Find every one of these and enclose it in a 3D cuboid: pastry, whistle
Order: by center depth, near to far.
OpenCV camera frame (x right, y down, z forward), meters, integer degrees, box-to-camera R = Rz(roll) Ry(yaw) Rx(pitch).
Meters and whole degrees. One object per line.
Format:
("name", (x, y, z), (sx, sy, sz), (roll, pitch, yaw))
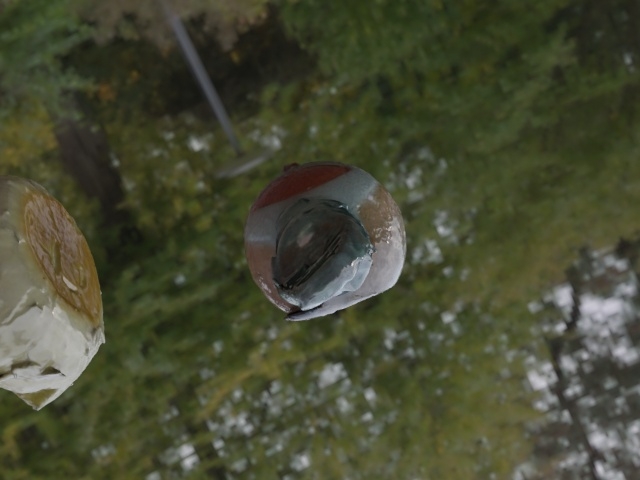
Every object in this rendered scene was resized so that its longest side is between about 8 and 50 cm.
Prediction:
("pastry", (-0.209, 0.033, 0.989), (0.088, 0.166, 0.166), (-26, -165, 13))
("whistle", (0.000, 0.000, 1.523), (0.189, 0.189, 0.348), (-25, -176, 4))
